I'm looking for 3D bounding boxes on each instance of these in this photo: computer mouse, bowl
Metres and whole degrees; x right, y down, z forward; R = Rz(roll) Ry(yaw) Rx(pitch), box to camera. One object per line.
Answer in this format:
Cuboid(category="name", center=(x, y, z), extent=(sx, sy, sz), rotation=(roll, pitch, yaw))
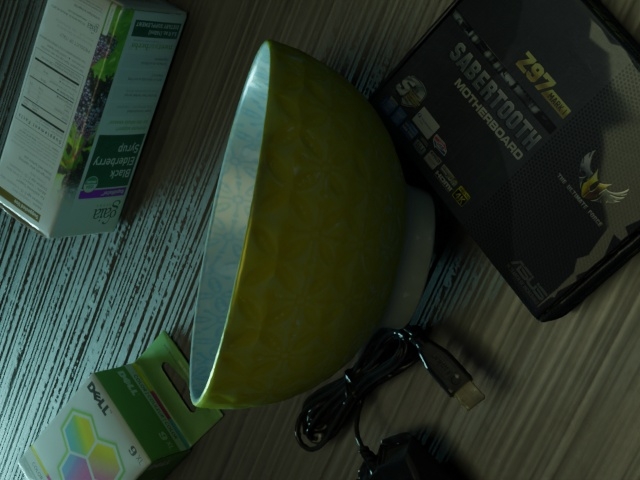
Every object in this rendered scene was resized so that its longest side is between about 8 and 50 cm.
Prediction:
Cuboid(category="computer mouse", center=(0.096, 0.194, 0.994), extent=(0.184, 0.060, 0.262), rotation=(-53, 55, 30))
Cuboid(category="bowl", center=(0.000, 0.000, 0.959), extent=(0.156, 0.289, 0.289), rotation=(11, 104, -10))

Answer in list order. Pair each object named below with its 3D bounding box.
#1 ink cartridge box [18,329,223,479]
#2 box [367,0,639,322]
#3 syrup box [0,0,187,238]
Cuboid(category="ink cartridge box", center=(-0.200, 0.196, 1.188), extent=(0.209, 0.062, 0.109), rotation=(-47, 69, 27))
Cuboid(category="box", center=(0.168, -0.084, 0.916), extent=(0.183, 0.059, 0.233), rotation=(-45, 70, 27))
Cuboid(category="syrup box", center=(-0.222, -0.126, 1.155), extent=(0.096, 0.093, 0.237), rotation=(31, 110, 28))
